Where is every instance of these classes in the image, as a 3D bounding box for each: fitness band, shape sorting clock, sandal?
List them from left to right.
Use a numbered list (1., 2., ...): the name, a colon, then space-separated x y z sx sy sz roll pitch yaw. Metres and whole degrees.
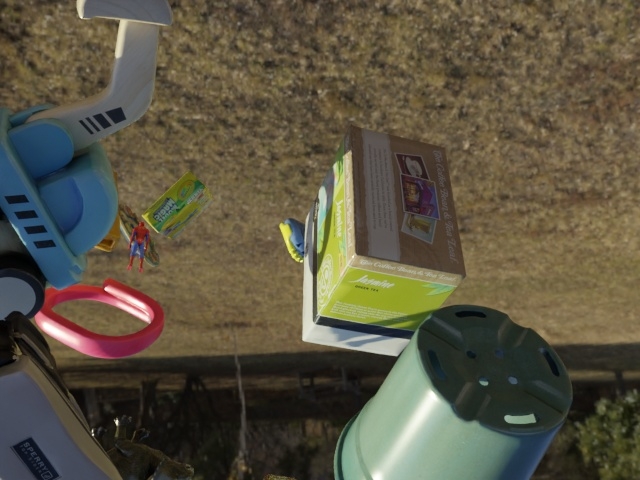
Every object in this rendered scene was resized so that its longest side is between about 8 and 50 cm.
1. fitness band: -0.476 0.163 1.428 0.290 0.054 0.209 20 -153 24
2. shape sorting clock: -0.510 -0.016 1.862 0.040 0.206 0.206 -35 162 -1
3. sandal: 0.000 0.000 1.849 0.138 0.126 0.317 -29 155 18

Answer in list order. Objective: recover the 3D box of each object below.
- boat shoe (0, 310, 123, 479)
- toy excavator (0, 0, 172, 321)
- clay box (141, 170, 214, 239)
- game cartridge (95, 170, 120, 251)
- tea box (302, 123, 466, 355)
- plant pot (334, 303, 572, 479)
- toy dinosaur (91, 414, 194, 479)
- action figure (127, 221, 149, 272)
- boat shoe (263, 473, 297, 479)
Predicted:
1. boat shoe: -0.308 0.236 0.766 0.127 0.341 0.158 -21 -155 -13
2. toy excavator: -0.395 -0.148 1.036 0.445 0.222 0.433 -24 125 -11
3. clay box: -0.283 -0.069 1.330 0.127 0.053 0.222 -45 179 -6
4. game cartridge: -0.606 -0.120 1.527 0.285 0.324 0.053 23 112 -29
5. tea box: 0.110 0.007 1.341 0.219 0.329 0.324 12 140 -14
6. plant pot: 0.228 0.307 1.105 0.340 0.341 0.334 0 131 -21
7. toy dinosaur: -0.415 0.453 1.305 0.313 0.160 0.121 -13 138 -6
8. action figure: -0.371 0.010 1.350 0.038 0.115 0.030 11 146 -17
9. boat shoe: -0.113 0.758 1.712 0.089 0.286 0.104 0 172 15
